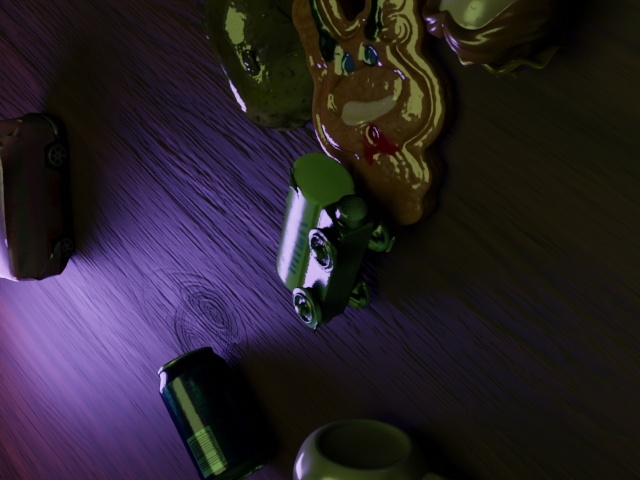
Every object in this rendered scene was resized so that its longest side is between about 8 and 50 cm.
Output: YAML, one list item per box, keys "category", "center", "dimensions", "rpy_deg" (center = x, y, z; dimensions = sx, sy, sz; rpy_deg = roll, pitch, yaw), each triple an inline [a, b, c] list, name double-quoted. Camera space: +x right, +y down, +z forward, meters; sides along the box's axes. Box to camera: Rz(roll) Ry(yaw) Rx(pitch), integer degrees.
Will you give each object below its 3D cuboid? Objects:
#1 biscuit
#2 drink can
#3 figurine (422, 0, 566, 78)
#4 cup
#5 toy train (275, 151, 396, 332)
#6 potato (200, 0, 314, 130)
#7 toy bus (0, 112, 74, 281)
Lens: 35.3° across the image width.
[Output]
- category: "biscuit"
  center: [0.064, -0.179, 1.194]
  dimensions: [0.202, 0.047, 0.334]
  rpy_deg: [-4, 101, 42]
- category: "drink can"
  center: [-0.165, 0.271, 1.542]
  dimensions: [0.118, 0.118, 0.205]
  rpy_deg: [-44, 68, 45]
- category: "figurine"
  center: [0.184, -0.274, 0.955]
  dimensions: [0.142, 0.189, 0.263]
  rpy_deg: [-125, 34, -49]
- category: "cup"
  center: [0.078, 0.358, 1.256]
  dimensions: [0.255, 0.173, 0.202]
  rpy_deg: [23, 119, 43]
- category: "toy train"
  center: [0.000, 0.000, 1.262]
  dimensions: [0.157, 0.105, 0.253]
  rpy_deg: [56, 155, 24]
- category: "potato"
  center: [-0.088, -0.274, 1.304]
  dimensions: [0.160, 0.111, 0.271]
  rpy_deg: [-9, 94, 50]
- category: "toy bus"
  center: [-0.541, -0.076, 1.837]
  dimensions: [0.127, 0.147, 0.302]
  rpy_deg: [15, 113, 38]
